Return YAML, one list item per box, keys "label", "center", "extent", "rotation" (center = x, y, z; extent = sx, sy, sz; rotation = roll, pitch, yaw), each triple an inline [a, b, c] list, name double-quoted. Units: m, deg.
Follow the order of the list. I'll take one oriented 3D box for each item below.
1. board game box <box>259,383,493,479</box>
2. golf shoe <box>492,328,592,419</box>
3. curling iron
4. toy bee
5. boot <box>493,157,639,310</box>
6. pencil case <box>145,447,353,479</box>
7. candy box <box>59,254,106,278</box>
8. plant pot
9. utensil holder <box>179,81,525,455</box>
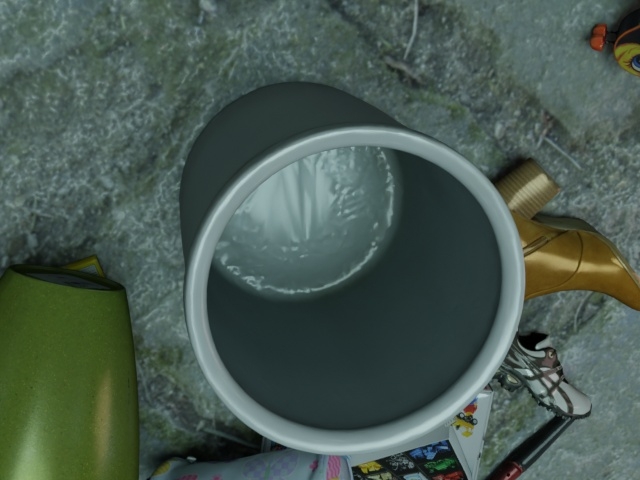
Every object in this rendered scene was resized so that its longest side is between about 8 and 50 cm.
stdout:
- label: "board game box"
  center: [0.071, 0.273, 1.318]
  extent: [0.305, 0.053, 0.193]
  rotation: [6, 106, -7]
- label: "golf shoe"
  center: [0.319, 0.185, 1.344]
  extent: [0.198, 0.077, 0.094]
  rotation: [28, 100, -19]
- label: "curling iron"
  center: [0.276, 0.331, 1.402]
  extent: [0.274, 0.035, 0.068]
  rotation: [-36, 111, 1]
- label: "toy bee"
  center: [0.428, -0.259, 1.184]
  extent: [0.162, 0.195, 0.298]
  rotation: [18, 116, 9]
- label: "boot"
  center: [0.292, 0.050, 1.292]
  extent: [0.211, 0.104, 0.295]
  rotation: [-44, 105, 10]
- label: "pencil case"
  center: [-0.091, 0.331, 1.239]
  extent: [0.273, 0.124, 0.113]
  rotation: [-11, 126, 19]
- label: "candy box"
  center: [-0.362, 0.100, 1.206]
  extent: [0.206, 0.027, 0.105]
  rotation: [-20, 114, -4]
- label: "plant pot"
  center: [-0.323, 0.185, 1.111]
  extent: [0.275, 0.275, 0.293]
  rotation: [12, 93, -15]
- label: "utensil holder"
  center: [0.000, 0.000, 1.057]
  extent: [0.328, 0.385, 0.327]
  rotation: [-3, 108, -11]
